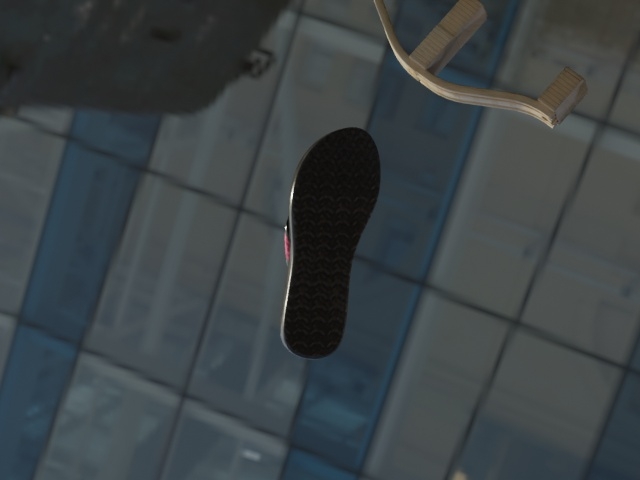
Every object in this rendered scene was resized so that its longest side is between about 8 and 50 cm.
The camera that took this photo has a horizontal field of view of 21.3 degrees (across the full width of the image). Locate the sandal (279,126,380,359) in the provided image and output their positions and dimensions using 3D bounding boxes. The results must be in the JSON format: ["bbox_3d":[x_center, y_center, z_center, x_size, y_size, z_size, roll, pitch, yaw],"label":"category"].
[{"bbox_3d":[0.000,0.000,1.295,0.067,0.179,0.040,10,-175,-15],"label":"sandal"}]

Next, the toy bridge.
[{"bbox_3d":[0.082,-0.131,1.109,0.188,0.063,0.026,40,175,20],"label":"toy bridge"}]
